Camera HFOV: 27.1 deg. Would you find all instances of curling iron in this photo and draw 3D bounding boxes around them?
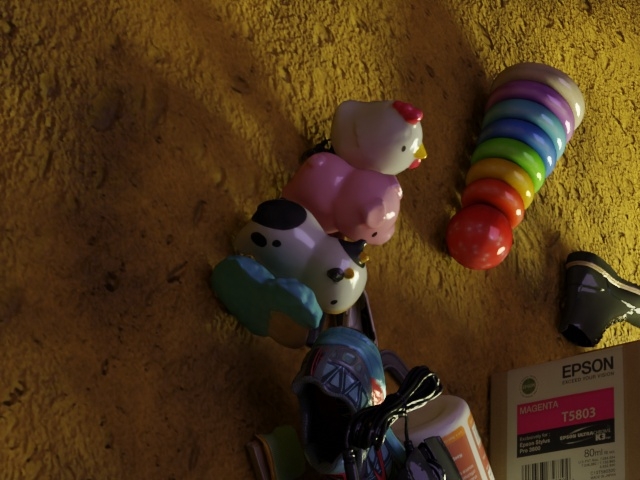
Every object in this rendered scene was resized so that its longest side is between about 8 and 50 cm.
[{"bbox_3d":[0.000,0.000,1.576,0.068,0.035,0.274,20,63,-29],"label":"curling iron"}]

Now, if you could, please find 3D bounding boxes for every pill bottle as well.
[{"bbox_3d":[0.146,0.299,1.543,0.121,0.121,0.216,-33,107,-49],"label":"pill bottle"}]

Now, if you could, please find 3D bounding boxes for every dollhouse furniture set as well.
[{"bbox_3d":[-0.019,0.271,1.427,0.076,0.058,0.151,-15,87,-51],"label":"dollhouse furniture set"}]

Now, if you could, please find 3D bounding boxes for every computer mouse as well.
[{"bbox_3d":[0.101,0.276,1.385,0.184,0.060,0.262,-22,108,-52],"label":"computer mouse"}]

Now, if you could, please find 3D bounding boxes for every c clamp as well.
[{"bbox_3d":[0.100,0.217,1.613,0.160,0.022,0.137,55,43,-20],"label":"c clamp"}]

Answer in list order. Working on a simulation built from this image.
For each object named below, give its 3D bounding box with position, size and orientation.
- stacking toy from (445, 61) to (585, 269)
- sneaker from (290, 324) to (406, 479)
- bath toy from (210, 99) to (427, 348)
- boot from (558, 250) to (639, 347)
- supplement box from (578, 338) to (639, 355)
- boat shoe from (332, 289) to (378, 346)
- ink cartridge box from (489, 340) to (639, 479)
[{"bbox_3d":[0.260,-0.091,1.845,0.141,0.141,0.330,46,52,-27],"label":"stacking toy"},{"bbox_3d":[0.024,0.231,1.417,0.125,0.104,0.262,-40,116,-56],"label":"sneaker"},{"bbox_3d":[0.026,-0.038,1.504,0.151,0.129,0.348,45,53,-15],"label":"bath toy"},{"bbox_3d":[0.431,0.123,1.999,0.198,0.077,0.137,31,57,-21],"label":"boot"},{"bbox_3d":[0.470,0.253,1.887,0.129,0.191,0.194,40,48,-32],"label":"supplement box"},{"bbox_3d":[0.046,0.119,1.566,0.049,0.043,0.137,-2,75,-33],"label":"boat shoe"},{"bbox_3d":[0.332,0.249,1.698,0.088,0.235,0.193,27,56,-41],"label":"ink cartridge box"}]
